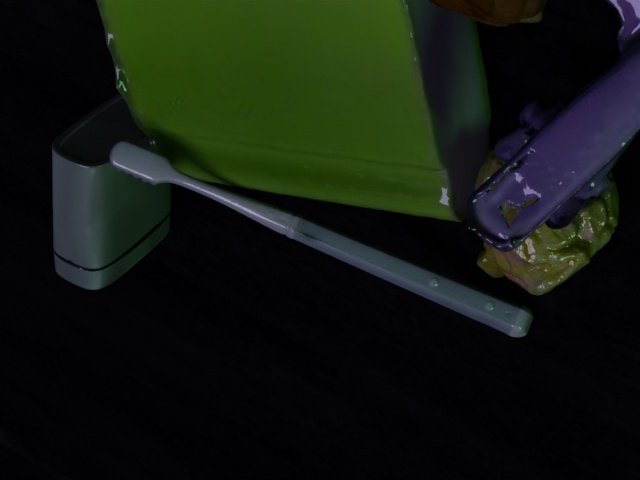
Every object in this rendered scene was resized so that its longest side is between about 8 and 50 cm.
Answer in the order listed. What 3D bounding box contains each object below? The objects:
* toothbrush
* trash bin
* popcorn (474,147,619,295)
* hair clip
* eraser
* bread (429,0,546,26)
[{"bbox_3d":[0.000,0.000,1.216,0.342,0.025,0.030,22,169,0],"label":"toothbrush"},{"bbox_3d":[-0.171,-0.042,1.334,0.059,0.116,0.130,24,133,21],"label":"trash bin"},{"bbox_3d":[0.154,-0.016,1.095,0.097,0.109,0.089,-4,126,-1],"label":"popcorn"},{"bbox_3d":[0.195,-0.108,0.981,0.278,0.090,0.137,-44,84,16],"label":"hair clip"},{"bbox_3d":[-0.021,-0.129,1.164,0.274,0.092,0.210,8,127,33],"label":"eraser"},{"bbox_3d":[0.018,-0.278,0.906,0.324,0.167,0.277,31,171,11],"label":"bread"}]
